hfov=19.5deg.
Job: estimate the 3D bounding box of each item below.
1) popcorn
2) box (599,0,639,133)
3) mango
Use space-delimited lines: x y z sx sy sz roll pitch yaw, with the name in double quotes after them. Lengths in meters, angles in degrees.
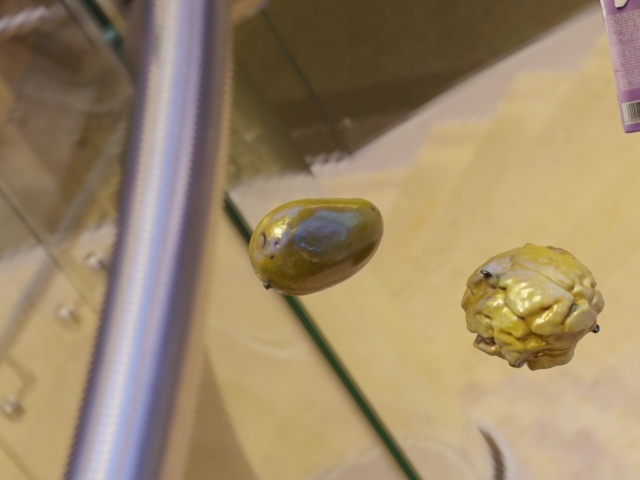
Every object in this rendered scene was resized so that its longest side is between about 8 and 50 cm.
0.230 0.071 2.040 0.148 0.152 0.167 -39 26 -5 "popcorn"
0.242 -0.142 1.444 0.036 0.117 0.050 -11 0 9 "box"
0.000 0.000 2.003 0.161 0.103 0.076 -21 -16 -25 "mango"
